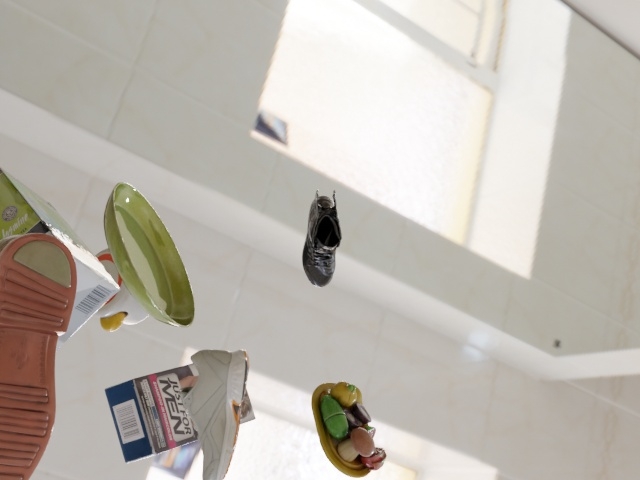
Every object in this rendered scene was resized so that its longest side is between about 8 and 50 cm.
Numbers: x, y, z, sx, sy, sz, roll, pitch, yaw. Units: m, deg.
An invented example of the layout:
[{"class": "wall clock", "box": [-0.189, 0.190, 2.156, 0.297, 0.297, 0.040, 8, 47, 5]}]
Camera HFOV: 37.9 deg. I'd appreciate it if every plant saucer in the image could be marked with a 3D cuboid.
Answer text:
[{"class": "plant saucer", "box": [-0.263, 0.028, 1.408, 0.037, 0.241, 0.241, -26, -143, 7]}]

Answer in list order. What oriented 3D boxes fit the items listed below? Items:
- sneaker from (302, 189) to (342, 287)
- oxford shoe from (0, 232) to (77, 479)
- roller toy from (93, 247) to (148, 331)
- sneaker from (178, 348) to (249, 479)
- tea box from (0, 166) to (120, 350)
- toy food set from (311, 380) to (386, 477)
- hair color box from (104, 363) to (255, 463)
[{"class": "sneaker", "box": [0.003, 0.000, 1.353, 0.089, 0.051, 0.170, -105, -163, -70]}, {"class": "oxford shoe", "box": [-0.425, 0.184, 1.206, 0.146, 0.140, 0.397, 4, -107, 49]}, {"class": "roller toy", "box": [-0.538, 0.122, 2.486, 0.191, 0.146, 0.209, 39, -82, 37]}, {"class": "sneaker", "box": [-0.205, 0.319, 1.713, 0.099, 0.121, 0.263, -90, -170, -84]}, {"class": "tea box", "box": [-0.664, 0.080, 1.946, 0.329, 0.220, 0.323, -44, -118, -2]}, {"class": "toy food set", "box": [0.063, 0.326, 1.587, 0.071, 0.128, 0.218, -41, -129, 33]}, {"class": "hair color box", "box": [-0.314, 0.377, 2.142, 0.105, 0.347, 0.174, -23, -99, 33]}]
